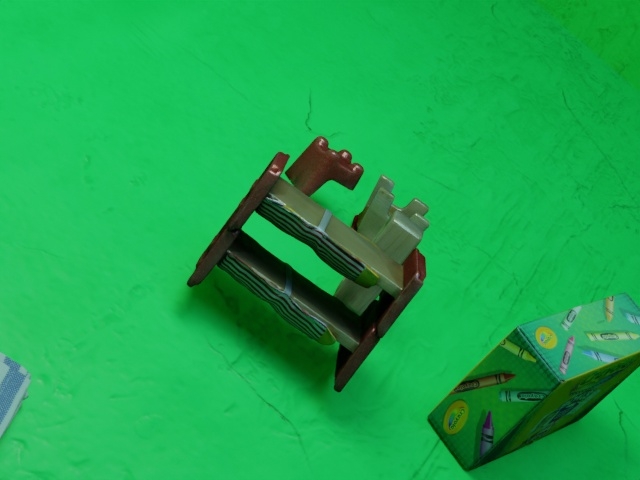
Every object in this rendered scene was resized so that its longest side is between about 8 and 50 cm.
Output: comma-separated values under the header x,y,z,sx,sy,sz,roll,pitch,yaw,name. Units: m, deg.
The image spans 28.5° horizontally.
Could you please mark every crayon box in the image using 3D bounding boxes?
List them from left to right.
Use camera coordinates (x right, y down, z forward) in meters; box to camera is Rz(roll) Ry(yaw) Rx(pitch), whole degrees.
x,y,z,sx,sy,sz,roll,pitch,yaw,name
0.267,0.157,1.455,0.278,0.165,0.081,-9,55,-51,crayon box

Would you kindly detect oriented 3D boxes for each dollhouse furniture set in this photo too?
x,y,z,sx,sy,sz,roll,pitch,yaw,name
0.000,0.000,1.436,0.201,0.152,0.374,36,14,-4,dollhouse furniture set

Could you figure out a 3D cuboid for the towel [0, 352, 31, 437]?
x,y,z,sx,sy,sz,roll,pitch,yaw,name
-0.367,0.088,0.966,0.285,0.034,0.209,33,20,-11,towel
